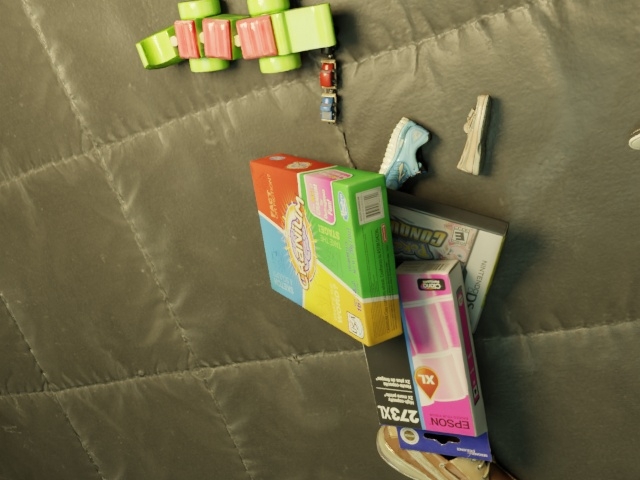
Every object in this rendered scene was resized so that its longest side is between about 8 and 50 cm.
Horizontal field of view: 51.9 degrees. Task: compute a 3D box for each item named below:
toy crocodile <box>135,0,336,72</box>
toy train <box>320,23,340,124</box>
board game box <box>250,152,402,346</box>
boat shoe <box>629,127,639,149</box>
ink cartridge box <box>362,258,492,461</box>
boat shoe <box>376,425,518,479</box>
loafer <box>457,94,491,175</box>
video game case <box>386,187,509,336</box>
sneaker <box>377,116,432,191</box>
[{"bbox_3d":[-0.134,-0.317,1.022,0.340,0.105,0.115,5,116,25],"label":"toy crocodile"},{"bbox_3d":[0.014,-0.259,1.036,0.027,0.036,0.158,8,117,19],"label":"toy train"},{"bbox_3d":[0.000,0.000,1.036,0.316,0.064,0.243,21,124,58],"label":"board game box"},{"bbox_3d":[0.481,-0.161,0.888,0.125,0.038,0.046,-22,146,35],"label":"boat shoe"},{"bbox_3d":[0.167,0.211,1.086,0.175,0.069,0.371,-3,111,32],"label":"ink cartridge box"},{"bbox_3d":[0.262,0.416,1.212,0.324,0.123,0.117,27,119,7],"label":"boat shoe"},{"bbox_3d":[0.230,-0.159,0.992,0.039,0.045,0.125,14,122,24],"label":"loafer"},{"bbox_3d":[0.145,0.031,1.082,0.274,0.035,0.248,17,137,14],"label":"video game case"},{"bbox_3d":[0.132,-0.109,1.045,0.073,0.063,0.162,20,121,7],"label":"sneaker"}]
